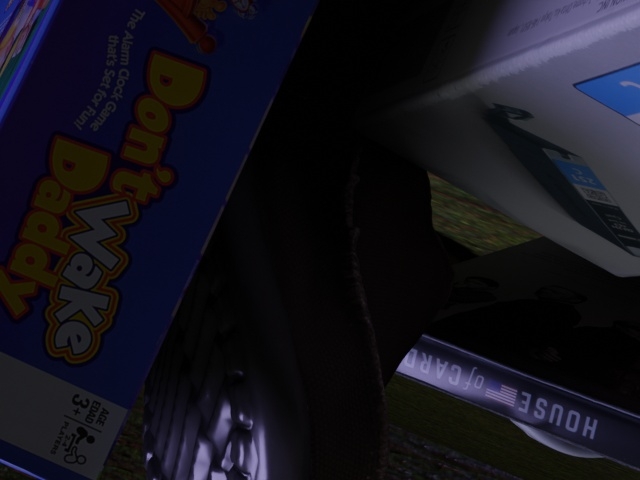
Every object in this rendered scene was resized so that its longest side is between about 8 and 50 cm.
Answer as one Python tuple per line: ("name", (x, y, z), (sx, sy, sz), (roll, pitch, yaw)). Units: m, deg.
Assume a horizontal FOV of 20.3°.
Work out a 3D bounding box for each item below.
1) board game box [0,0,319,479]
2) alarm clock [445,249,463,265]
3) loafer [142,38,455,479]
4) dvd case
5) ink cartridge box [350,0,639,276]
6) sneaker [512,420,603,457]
("board game box", (-0.109, -0.036, 0.725), (0.078, 0.233, 0.347), (27, 172, -15))
("alarm clock", (0.032, 0.016, 1.233), (0.192, 0.064, 0.129), (26, 172, -36))
("loafer", (0.000, 0.000, 0.750), (0.130, 0.134, 0.366), (9, -150, -10))
("dvd case", (0.141, 0.049, 0.896), (0.179, 0.030, 0.238), (20, -162, 29))
("ink cartridge box", (0.171, -0.021, 0.614), (0.261, 0.066, 0.296), (27, 172, -12))
("sneaker", (0.189, 0.117, 1.308), (0.216, 0.079, 0.121), (18, 176, -25))
